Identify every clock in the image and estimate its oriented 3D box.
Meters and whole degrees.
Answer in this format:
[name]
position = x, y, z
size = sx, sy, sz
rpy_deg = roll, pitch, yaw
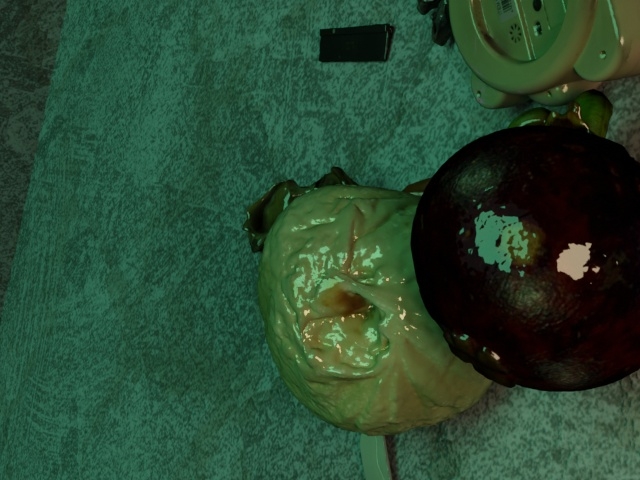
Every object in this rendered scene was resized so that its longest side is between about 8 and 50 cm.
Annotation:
[clock]
position = 0.275, -0.307, 1.371
size = 0.309, 0.114, 0.284
rpy_deg = -19, 85, 64

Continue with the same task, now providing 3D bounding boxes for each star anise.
[star anise]
position = 0.214, -0.362, 1.575
size = 0.208, 0.063, 0.172
rpy_deg = -55, 42, 30

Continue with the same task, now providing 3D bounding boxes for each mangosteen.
[mangosteen]
position = 0.265, -0.011, 1.205
size = 0.360, 0.306, 0.306
rpy_deg = -55, 33, -9

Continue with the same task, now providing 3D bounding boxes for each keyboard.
[keyboard]
position = 0.055, -0.324, 1.839
size = 0.195, 0.018, 0.060
rpy_deg = 13, 98, 56

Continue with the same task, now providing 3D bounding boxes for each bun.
[bun]
position = 0.062, 0.083, 1.445
size = 0.349, 0.227, 0.353
rpy_deg = -34, 74, 26

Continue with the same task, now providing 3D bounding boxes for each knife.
[knife]
position = 0.074, 0.283, 1.599
size = 0.081, 0.043, 0.336
rpy_deg = -34, 57, 55

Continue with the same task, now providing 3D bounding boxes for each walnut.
[walnut]
position = 0.005, -0.011, 1.708
size = 0.204, 0.141, 0.238
rpy_deg = -52, 40, 14

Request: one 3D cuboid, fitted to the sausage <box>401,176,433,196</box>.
[sausage]
position = 0.128, -0.021, 1.578
size = 0.179, 0.089, 0.089
rpy_deg = -50, 42, 22
